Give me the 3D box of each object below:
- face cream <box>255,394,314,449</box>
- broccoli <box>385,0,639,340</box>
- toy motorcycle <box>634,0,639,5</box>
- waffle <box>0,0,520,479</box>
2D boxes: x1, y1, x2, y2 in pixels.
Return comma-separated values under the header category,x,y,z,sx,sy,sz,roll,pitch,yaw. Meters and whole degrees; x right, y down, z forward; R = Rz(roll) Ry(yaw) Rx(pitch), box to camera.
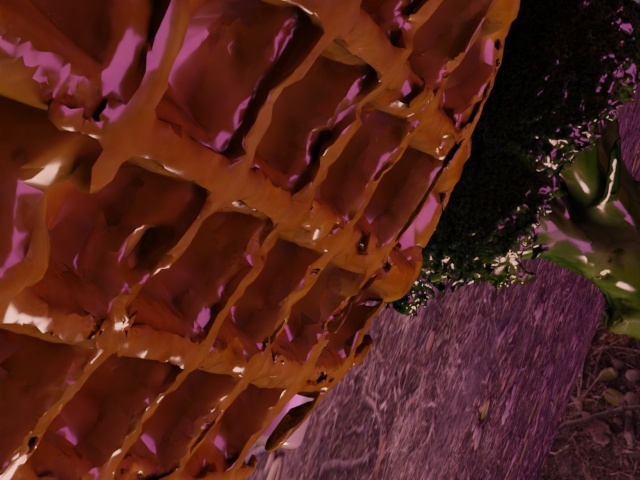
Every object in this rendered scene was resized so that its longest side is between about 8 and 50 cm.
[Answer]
category,x,y,z,sx,sy,sz,roll,pitch,yaw
face cream,0.000,0.000,0.860,0.082,0.082,0.269,30,79,-72
broccoli,0.157,-0.039,0.993,0.297,0.297,0.297,-44,-177,3
toy motorcycle,0.359,-0.349,1.529,0.092,0.136,0.254,-48,150,-53
waffle,-0.044,-0.013,0.515,0.380,0.095,0.382,-39,153,-35
